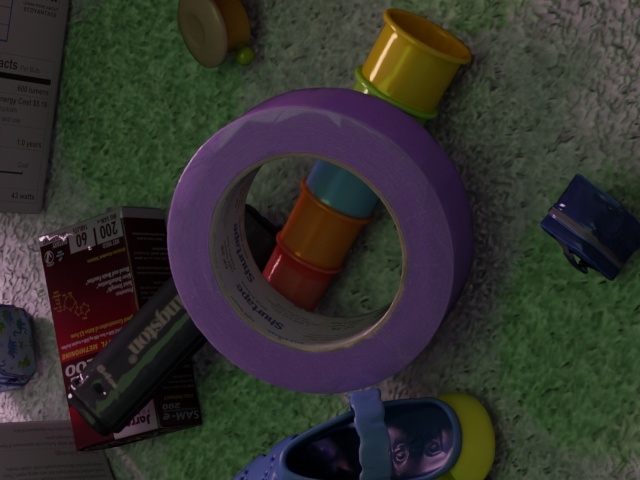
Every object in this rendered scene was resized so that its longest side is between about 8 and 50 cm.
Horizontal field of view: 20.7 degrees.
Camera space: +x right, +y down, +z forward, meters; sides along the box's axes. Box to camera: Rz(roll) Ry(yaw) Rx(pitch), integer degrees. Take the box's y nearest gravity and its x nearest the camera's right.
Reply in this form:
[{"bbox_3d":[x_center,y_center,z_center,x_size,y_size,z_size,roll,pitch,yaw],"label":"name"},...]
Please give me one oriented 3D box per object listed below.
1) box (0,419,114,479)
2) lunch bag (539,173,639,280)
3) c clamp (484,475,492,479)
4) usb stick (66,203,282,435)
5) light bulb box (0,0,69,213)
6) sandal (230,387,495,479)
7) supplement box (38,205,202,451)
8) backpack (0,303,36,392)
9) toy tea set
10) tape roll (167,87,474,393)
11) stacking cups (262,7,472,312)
[{"bbox_3d":[-0.346,0.287,1.896,0.181,0.182,0.119,-36,67,30],"label":"box"},{"bbox_3d":[0.238,-0.006,1.533,0.067,0.098,0.065,41,93,32],"label":"lunch bag"},{"bbox_3d":[0.130,0.286,1.650,0.137,0.022,0.161,-46,62,20],"label":"c clamp"},{"bbox_3d":[-0.145,0.080,1.780,0.077,0.045,0.278,44,91,14],"label":"usb stick"},{"bbox_3d":[-0.474,-0.225,1.897,0.225,0.358,0.361,10,94,35],"label":"light bulb box"},{"bbox_3d":[0.004,0.216,1.661,0.317,0.138,0.126,-32,57,30],"label":"sandal"},{"bbox_3d":[-0.216,0.095,1.874,0.130,0.073,0.239,-19,79,34],"label":"supplement box"},{"bbox_3d":[-0.380,0.119,1.967,0.084,0.114,0.105,-17,78,35],"label":"backpack"},{"bbox_3d":[-0.126,-0.351,1.822,0.336,0.124,0.200,56,148,20],"label":"toy tea set"},{"bbox_3d":[0.000,0.000,1.628,0.274,0.090,0.275,6,109,17],"label":"tape roll"},{"bbox_3d":[0.033,-0.068,1.698,0.096,0.096,0.316,43,117,29],"label":"stacking cups"}]
